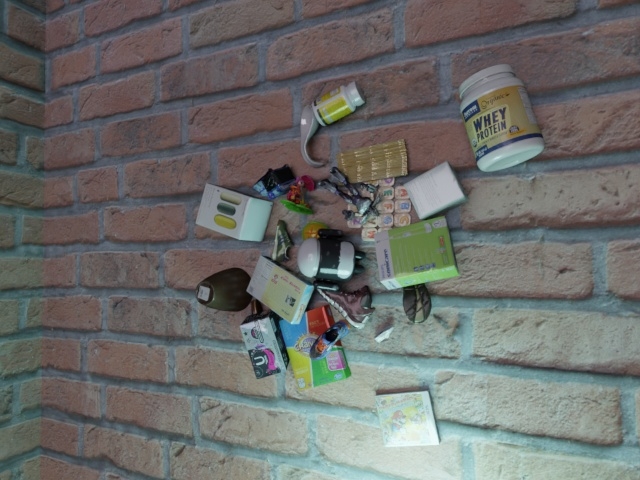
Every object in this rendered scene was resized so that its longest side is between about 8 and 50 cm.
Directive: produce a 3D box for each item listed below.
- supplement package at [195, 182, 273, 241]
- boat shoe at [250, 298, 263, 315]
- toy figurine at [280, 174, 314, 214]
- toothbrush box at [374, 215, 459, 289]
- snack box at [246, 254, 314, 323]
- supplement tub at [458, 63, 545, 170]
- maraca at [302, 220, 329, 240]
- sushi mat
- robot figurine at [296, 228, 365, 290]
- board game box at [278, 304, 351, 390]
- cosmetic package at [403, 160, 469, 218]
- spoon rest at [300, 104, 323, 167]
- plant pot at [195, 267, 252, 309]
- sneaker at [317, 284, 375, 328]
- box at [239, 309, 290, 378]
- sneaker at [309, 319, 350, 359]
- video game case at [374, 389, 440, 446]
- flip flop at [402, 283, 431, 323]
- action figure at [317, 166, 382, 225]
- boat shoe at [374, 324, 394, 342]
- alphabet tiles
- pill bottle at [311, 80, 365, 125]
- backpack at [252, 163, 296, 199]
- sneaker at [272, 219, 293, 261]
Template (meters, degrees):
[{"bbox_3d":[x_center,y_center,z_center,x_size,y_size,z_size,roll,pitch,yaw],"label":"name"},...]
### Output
[{"bbox_3d":[-0.397,-0.129,2.034,0.262,0.198,0.200,19,95,24],"label":"supplement package"},{"bbox_3d":[-0.298,0.379,2.036,0.073,0.073,0.207,-18,81,18],"label":"boat shoe"},{"bbox_3d":[-0.090,-0.217,1.930,0.130,0.173,0.160,5,77,42],"label":"toy figurine"},{"bbox_3d":[0.365,0.051,1.679,0.283,0.122,0.207,-15,63,19],"label":"toothbrush box"},{"bbox_3d":[-0.185,0.215,1.959,0.321,0.060,0.187,28,99,37],"label":"snack box"},{"bbox_3d":[0.631,-0.429,1.552,0.228,0.228,0.317,-19,80,23],"label":"supplement tub"},{"bbox_3d":[0.000,0.000,1.904,0.127,0.099,0.186,-38,98,21],"label":"maraca"},{"bbox_3d":[0.212,-0.325,1.842,0.316,0.019,0.152,-6,79,27],"label":"sushi mat"},{"bbox_3d":[0.041,0.078,1.804,0.277,0.209,0.174,7,134,-11],"label":"robot figurine"},{"bbox_3d":[-0.028,0.468,1.913,0.242,0.064,0.317,-23,79,22],"label":"board game box"},{"bbox_3d":[0.444,-0.184,1.671,0.183,0.151,0.152,-27,78,22],"label":"cosmetic package"},{"bbox_3d":[-0.049,-0.462,1.937,0.137,0.084,0.277,-18,80,63],"label":"spoon rest"},{"bbox_3d":[-0.465,0.236,2.034,0.215,0.230,0.216,-1,88,25],"label":"plant pot"},{"bbox_3d":[0.118,0.225,1.848,0.281,0.106,0.163,43,96,14],"label":"sneaker"},{"bbox_3d":[-0.242,0.449,1.915,0.142,0.163,0.248,-18,93,4],"label":"box"},{"bbox_3d":[0.024,0.411,1.807,0.083,0.087,0.221,44,105,20],"label":"sneaker"},{"bbox_3d":[0.344,0.714,1.752,0.226,0.026,0.207,-14,82,24],"label":"video game case"},{"bbox_3d":[0.366,0.195,1.738,0.112,0.080,0.277,-21,63,12],"label":"flip flop"},{"bbox_3d":[0.133,-0.181,1.819,0.285,0.099,0.185,39,101,14],"label":"action figure"},{"bbox_3d":[0.268,0.385,1.799,0.100,0.035,0.035,-41,100,14],"label":"boat shoe"},{"bbox_3d":[0.242,-0.139,1.836,0.277,0.021,0.285,1,88,25],"label":"alphabet tiles"},{"bbox_3d":[0.078,-0.588,1.875,0.208,0.119,0.119,-22,79,23],"label":"pill bottle"},{"bbox_3d":[-0.213,-0.251,1.982,0.173,0.158,0.117,-30,90,36],"label":"backpack"},{"bbox_3d":[-0.164,0.004,2.002,0.086,0.064,0.192,8,83,7],"label":"sneaker"}]
